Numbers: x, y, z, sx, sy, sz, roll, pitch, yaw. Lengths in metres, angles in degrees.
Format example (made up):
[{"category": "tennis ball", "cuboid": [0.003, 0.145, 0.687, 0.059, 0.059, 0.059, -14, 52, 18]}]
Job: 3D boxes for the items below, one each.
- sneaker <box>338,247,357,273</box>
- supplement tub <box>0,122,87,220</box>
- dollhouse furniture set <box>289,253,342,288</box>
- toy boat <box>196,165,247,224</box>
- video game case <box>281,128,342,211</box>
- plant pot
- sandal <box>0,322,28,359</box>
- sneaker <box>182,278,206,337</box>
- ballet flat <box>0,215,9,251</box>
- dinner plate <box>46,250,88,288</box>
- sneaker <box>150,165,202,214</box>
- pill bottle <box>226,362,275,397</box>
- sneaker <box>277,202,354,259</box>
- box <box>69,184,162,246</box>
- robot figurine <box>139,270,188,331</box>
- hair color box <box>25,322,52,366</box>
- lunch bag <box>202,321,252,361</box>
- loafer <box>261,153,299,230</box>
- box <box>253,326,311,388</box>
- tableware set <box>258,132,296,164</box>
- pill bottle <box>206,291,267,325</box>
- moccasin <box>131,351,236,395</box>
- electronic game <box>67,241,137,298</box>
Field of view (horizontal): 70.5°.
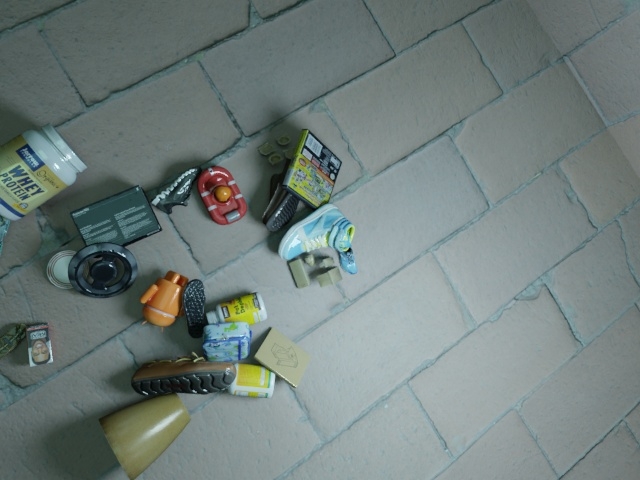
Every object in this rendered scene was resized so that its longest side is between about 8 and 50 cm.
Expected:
[{"category": "sneaker", "cuboid": [0.109, 0.066, 1.878, 0.063, 0.073, 0.162, -24, 89, -14]}, {"category": "supplement tub", "cuboid": [-1.023, -0.245, 1.594, 0.316, 0.228, 0.228, -40, 92, -13]}, {"category": "dollhouse furniture set", "cuboid": [-0.017, 0.126, 1.868, 0.151, 0.123, 0.144, -22, 87, 21]}, {"category": "toy boat", "cuboid": [-0.382, -0.180, 1.759, 0.151, 0.151, 0.231, -28, 92, -17]}, {"category": "video game case", "cuboid": [-0.027, -0.270, 1.821, 0.275, 0.035, 0.248, 32, 73, -52]}, {"category": "plant pot", "cuboid": [-0.600, 0.655, 1.592, 0.254, 0.237, 0.237, -30, 90, -28]}, {"category": "sandal", "cuboid": [-1.114, 0.365, 1.596, 0.072, 0.049, 0.180, 49, 62, -8]}, {"category": "sneaker", "cuboid": [-0.479, 0.253, 1.701, 0.084, 0.097, 0.234, -2, 102, -23]}, {"category": "ballet flat", "cuboid": [-1.163, -0.016, 1.613, 0.070, 0.070, 0.188, 9, 81, -11]}, {"category": "dinner plate", "cuboid": [-0.934, 0.107, 1.678, 0.141, 0.017, 0.141, 1, 84, -12]}, {"category": "sneaker", "cuboid": [-0.541, -0.190, 1.773, 0.234, 0.078, 0.106, -44, 100, -13]}, {"category": "pill bottle", "cuboid": [-0.284, 0.529, 1.715, 0.209, 0.117, 0.117, 9, 81, -11]}, {"category": "sneaker", "cuboid": [0.000, 0.000, 1.792, 0.319, 0.127, 0.208, -41, 58, -15]}, {"category": "box", "cuboid": [-0.757, -0.070, 1.694, 0.261, 0.103, 0.184, -25, 93, -14]}, {"category": "robot figurine", "cuboid": [-0.577, 0.224, 1.684, 0.128, 0.158, 0.219, 22, 79, 7]}, {"category": "hair color box", "cuboid": [-0.999, 0.369, 1.608, 0.072, 0.043, 0.141, -7, 85, -34]}, {"category": "lunch bag", "cuboid": [-0.342, 0.376, 1.667, 0.176, 0.219, 0.090, -2, 57, -14]}, {"category": "loafer", "cuboid": [-0.148, -0.202, 1.845, 0.130, 0.134, 0.365, 21, 68, 18]}, {"category": "box", "cuboid": [-0.144, 0.451, 1.756, 0.201, 0.021, 0.164, 38, 38, -5]}, {"category": "tableware set", "cuboid": [-0.168, -0.371, 1.858, 0.141, 0.020, 0.168, -28, 54, -11]}, {"category": "pill bottle", "cuboid": [-0.322, 0.282, 1.736, 0.215, 0.117, 0.117, -18, 87, -14]}, {"category": "moccasin", "cuboid": [-0.481, 0.473, 1.629, 0.380, 0.147, 0.139, -11, 124, 15]}, {"category": "electronic game", "cuboid": [-0.787, 0.110, 1.643, 0.229, 0.048, 0.229, -13, 122, -23]}]
